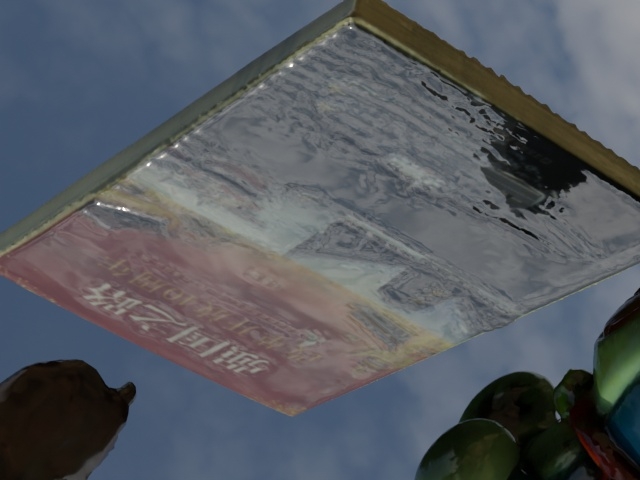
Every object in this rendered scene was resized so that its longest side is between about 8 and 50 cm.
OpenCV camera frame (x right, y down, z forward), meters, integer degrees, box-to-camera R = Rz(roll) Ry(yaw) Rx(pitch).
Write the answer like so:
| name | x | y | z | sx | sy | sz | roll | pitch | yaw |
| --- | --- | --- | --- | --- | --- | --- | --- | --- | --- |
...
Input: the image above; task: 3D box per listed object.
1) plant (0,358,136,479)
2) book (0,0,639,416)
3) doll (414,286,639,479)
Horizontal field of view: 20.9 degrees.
| name | x | y | z | sx | sy | sz | roll | pitch | yaw |
| --- | --- | --- | --- | --- | --- | --- | --- | --- | --- |
| plant | -0.214 | 0.158 | 0.753 | 0.178 | 0.204 | 0.234 | 33 | -124 | -32 |
| book | 0.000 | 0.000 | 1.044 | 0.262 | 0.374 | 0.028 | 28 | -128 | -30 |
| doll | 0.213 | 0.078 | 0.916 | 0.186 | 0.322 | 0.198 | 47 | -149 | 4 |
